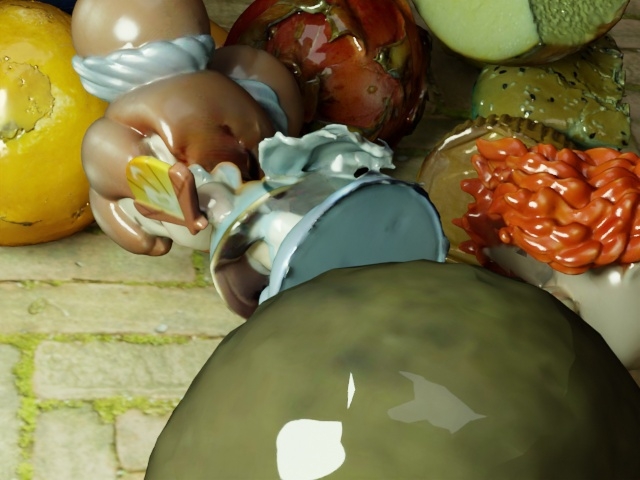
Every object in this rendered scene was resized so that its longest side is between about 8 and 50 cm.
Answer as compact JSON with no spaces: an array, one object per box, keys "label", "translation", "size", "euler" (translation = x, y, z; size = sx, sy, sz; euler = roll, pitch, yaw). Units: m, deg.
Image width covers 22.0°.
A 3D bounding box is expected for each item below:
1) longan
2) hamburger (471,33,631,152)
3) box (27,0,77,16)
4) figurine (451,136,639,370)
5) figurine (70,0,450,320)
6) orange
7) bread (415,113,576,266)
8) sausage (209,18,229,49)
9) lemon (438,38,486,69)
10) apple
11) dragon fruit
[{"label":"longan","translation":[0.062,0.221,1.181],"size":[0.404,0.435,0.404],"euler":[-10,16,3]},{"label":"hamburger","translation":[0.258,-0.139,1.894],"size":[0.192,0.167,0.288],"euler":[12,39,-5]},{"label":"box","translation":[-0.325,-0.265,1.768],"size":[0.261,0.279,0.116],"euler":[-10,76,-29]},{"label":"figurine","translation":[0.210,0.081,1.499],"size":[0.306,0.241,0.411],"euler":[34,77,14]},{"label":"figurine","translation":[-0.073,-0.064,1.449],"size":[0.388,0.277,0.248],"euler":[30,82,44]},{"label":"orange","translation":[-0.298,-0.114,1.620],"size":[0.246,0.246,0.246],"euler":[9,38,-7]},{"label":"bread","translation":[0.195,-0.041,1.745],"size":[0.199,0.199,0.104],"euler":[18,19,5]},{"label":"sausage","translation":[-0.172,-0.233,1.937],"size":[0.238,0.098,0.098],"euler":[32,41,25]},{"label":"lemon","translation":[0.238,-0.339,2.059],"size":[0.234,0.288,0.233],"euler":[-7,27,3]},{"label":"apple","translation":[0.213,-0.327,1.837],"size":[0.254,0.179,0.346],"euler":[-17,66,6]},{"label":"dragon fruit","translation":[0.000,-0.177,1.810],"size":[0.250,0.250,0.315],"euler":[21,41,9]}]
